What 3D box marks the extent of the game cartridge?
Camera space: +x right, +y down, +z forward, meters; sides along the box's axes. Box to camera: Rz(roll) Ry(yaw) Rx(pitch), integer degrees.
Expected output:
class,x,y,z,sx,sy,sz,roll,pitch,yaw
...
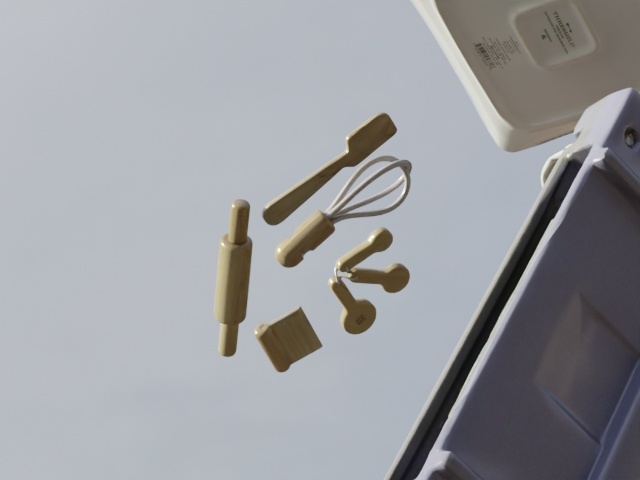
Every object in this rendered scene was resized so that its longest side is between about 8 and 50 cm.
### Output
class,x,y,z,sx,sy,sz,roll,pitch,yaw
game cartridge,0.177,0.109,1.108,0.230,0.355,0.068,41,-35,-13

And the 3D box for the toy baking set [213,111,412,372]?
class,x,y,z,sx,sy,sz,roll,pitch,yaw
toy baking set,-0.006,0.003,1.757,0.196,0.030,0.256,-16,-52,-24

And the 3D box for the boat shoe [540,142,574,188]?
class,x,y,z,sx,sy,sz,roll,pitch,yaw
boat shoe,0.370,-0.076,2.070,0.156,0.136,0.367,-14,10,-36

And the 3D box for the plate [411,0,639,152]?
class,x,y,z,sx,sy,sz,roll,pitch,yaw
plate,0.236,-0.215,1.931,0.278,0.045,0.277,-17,-57,30
